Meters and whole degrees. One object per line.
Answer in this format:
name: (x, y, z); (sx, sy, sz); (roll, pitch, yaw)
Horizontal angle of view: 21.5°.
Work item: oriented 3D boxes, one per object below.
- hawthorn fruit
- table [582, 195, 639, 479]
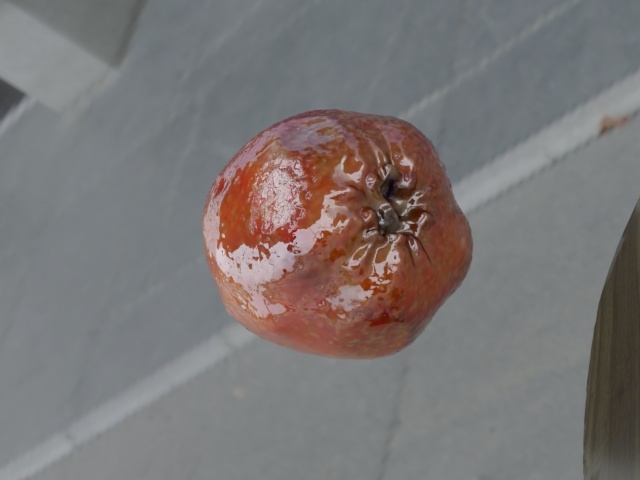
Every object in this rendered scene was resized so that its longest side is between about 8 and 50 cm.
hawthorn fruit: (0.000, 0.000, 1.351); (0.253, 0.205, 0.205); (-22, 41, 62)
table: (0.276, 0.013, 0.652); (0.317, 0.249, 0.317); (-160, 90, -89)
